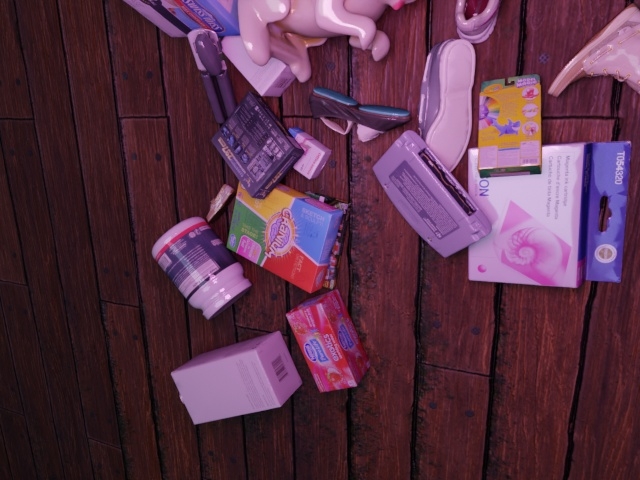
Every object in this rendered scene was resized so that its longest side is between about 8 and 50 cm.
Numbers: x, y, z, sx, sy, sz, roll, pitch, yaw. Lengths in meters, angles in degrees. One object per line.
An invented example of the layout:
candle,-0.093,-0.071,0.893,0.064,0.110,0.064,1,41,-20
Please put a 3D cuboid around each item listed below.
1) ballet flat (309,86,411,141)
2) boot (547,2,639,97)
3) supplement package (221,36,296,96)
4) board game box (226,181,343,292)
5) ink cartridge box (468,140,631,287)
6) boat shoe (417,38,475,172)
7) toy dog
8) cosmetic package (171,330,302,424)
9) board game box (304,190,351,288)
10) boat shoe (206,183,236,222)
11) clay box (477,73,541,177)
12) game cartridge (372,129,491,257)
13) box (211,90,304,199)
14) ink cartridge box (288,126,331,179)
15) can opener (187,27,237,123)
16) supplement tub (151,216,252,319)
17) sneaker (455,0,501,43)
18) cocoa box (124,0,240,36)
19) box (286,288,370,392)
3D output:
ballet flat,0.094,-0.307,1.238,0.281,0.095,0.096,25,124,28
boot,0.593,-0.337,0.999,0.165,0.077,0.213,46,115,5
supplement package,-0.155,-0.477,1.289,0.179,0.105,0.105,49,118,5
board game box,-0.109,-0.029,1.394,0.317,0.064,0.242,26,114,26
ink cartridge box,0.507,-0.057,1.125,0.331,0.071,0.323,2,105,26
boat shoe,0.283,-0.302,1.160,0.099,0.117,0.319,-133,41,-57
toy dog,0.054,-0.581,1.098,0.408,0.285,0.394,-12,81,26
cosmetic package,-0.271,0.440,1.579,0.366,0.155,0.196,-19,95,29
board game box,0.000,0.000,1.398,0.136,0.030,0.259,18,111,22
boat shoe,-0.307,-0.113,1.499,0.045,0.050,0.135,44,108,11
clay box,0.413,-0.249,1.079,0.128,0.053,0.221,0,71,25
game cartridge,0.253,-0.101,1.179,0.294,0.060,0.196,52,152,3
box,-0.173,-0.254,1.332,0.183,0.059,0.232,-46,66,21
ink cartridge box,-0.044,-0.236,1.337,0.123,0.052,0.088,36,115,11
can opener,-0.279,-0.411,1.291,0.076,0.095,0.283,0,142,7
supplement tub,-0.356,0.082,1.494,0.191,0.191,0.272,-42,85,28
sneaker,0.350,-0.547,1.030,0.103,0.111,0.252,18,111,19
cocoa box,-0.299,-0.695,1.165,0.228,0.231,0.346,9,86,22
box,0.025,0.287,1.415,0.128,0.123,0.256,-20,96,29
